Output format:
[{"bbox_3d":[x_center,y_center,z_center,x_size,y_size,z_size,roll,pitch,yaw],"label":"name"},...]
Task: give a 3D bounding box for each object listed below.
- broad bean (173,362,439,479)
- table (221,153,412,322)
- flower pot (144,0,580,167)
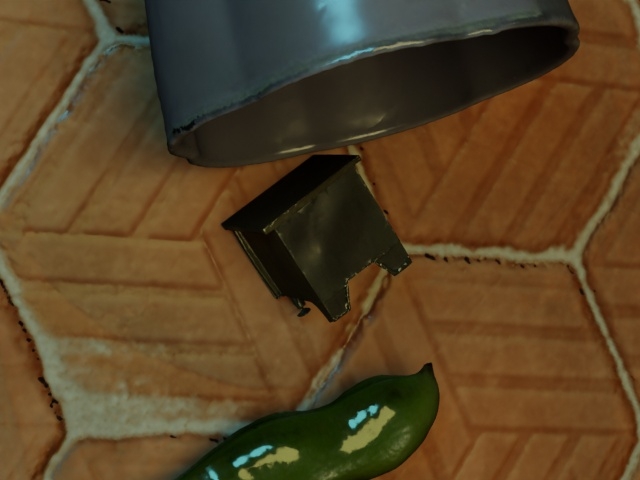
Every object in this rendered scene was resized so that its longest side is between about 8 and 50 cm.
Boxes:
[{"bbox_3d":[-0.048,0.175,1.081,0.318,0.056,0.098,-38,110,-13],"label":"broad bean"},{"bbox_3d":[0.000,0.000,1.092,0.083,0.070,0.082,-38,107,-19],"label":"table"},{"bbox_3d":[0.001,-0.193,1.006,0.265,0.265,0.243,-16,85,-22],"label":"flower pot"}]
